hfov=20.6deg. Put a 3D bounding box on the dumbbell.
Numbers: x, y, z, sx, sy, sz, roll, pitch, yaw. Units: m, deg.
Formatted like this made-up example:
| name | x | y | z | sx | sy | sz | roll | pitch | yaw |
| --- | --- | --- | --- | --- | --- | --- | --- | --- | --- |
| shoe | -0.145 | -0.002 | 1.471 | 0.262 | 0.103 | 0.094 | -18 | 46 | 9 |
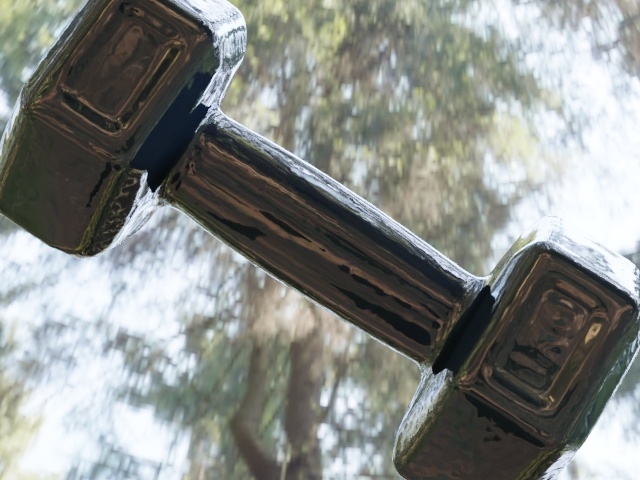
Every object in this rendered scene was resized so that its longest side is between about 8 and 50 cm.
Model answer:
| name | x | y | z | sx | sy | sz | roll | pitch | yaw |
| --- | --- | --- | --- | --- | --- | --- | --- | --- | --- |
| dumbbell | 0.000 | 0.000 | 0.878 | 0.325 | 0.144 | 0.160 | 32 | -46 | 1 |
